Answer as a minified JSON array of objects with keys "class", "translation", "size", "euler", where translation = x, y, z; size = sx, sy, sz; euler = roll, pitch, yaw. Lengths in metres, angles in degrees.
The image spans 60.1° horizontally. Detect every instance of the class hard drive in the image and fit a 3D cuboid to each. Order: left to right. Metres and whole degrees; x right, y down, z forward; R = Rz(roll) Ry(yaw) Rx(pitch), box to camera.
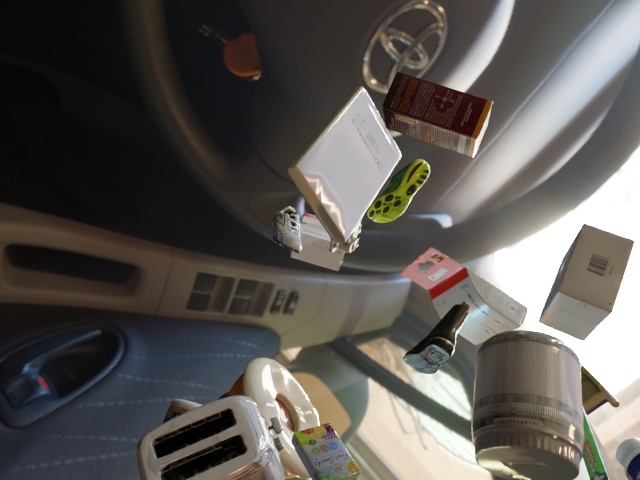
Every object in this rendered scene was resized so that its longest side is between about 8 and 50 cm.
[{"class":"hard drive","translation":[0.064,-0.173,1.220],"size":[0.040,0.203,0.307],"euler":[-6,-142,44]}]

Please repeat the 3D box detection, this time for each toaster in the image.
[{"class":"toaster","translation":[-0.159,0.311,0.767],"size":[0.227,0.129,0.146],"euler":[-18,142,-15]}]

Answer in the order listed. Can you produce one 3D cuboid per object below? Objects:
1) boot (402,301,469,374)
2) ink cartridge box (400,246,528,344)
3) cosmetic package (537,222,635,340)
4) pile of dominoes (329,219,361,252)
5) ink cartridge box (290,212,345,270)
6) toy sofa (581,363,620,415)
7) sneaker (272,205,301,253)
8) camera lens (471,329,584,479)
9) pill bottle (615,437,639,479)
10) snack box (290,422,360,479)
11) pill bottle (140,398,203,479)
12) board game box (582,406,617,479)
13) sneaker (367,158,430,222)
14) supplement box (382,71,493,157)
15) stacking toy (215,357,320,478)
[{"class":"boot","translation":[0.276,0.229,1.288],"size":[0.137,0.077,0.198],"euler":[-53,-178,-30]},{"class":"ink cartridge box","translation":[0.476,0.204,1.941],"size":[0.091,0.385,0.308],"euler":[-58,180,-25]},{"class":"cosmetic package","translation":[0.710,0.116,1.493],"size":[0.224,0.138,0.225],"euler":[-59,159,-23]},{"class":"pile of dominoes","translation":[0.096,-0.091,1.586],"size":[0.196,0.040,0.251],"euler":[-38,140,-51]},{"class":"ink cartridge box","translation":[0.000,0.000,1.913],"size":[0.237,0.172,0.100],"euler":[-77,-176,-71]},{"class":"toy sofa","translation":[0.819,0.604,1.886],"size":[0.362,0.177,0.150],"euler":[-38,-164,8]},{"class":"sneaker","translation":[-0.094,-0.036,1.647],"size":[0.086,0.085,0.237],"euler":[-55,-156,15]},{"class":"camera lens","translation":[0.441,0.348,1.185],"size":[0.219,0.219,0.274],"euler":[116,-6,-52]},{"class":"pill bottle","translation":[0.827,0.581,1.368],"size":[0.112,0.112,0.187],"euler":[-46,-165,7]},{"class":"snack box","translation":[0.010,0.483,1.237],"size":[0.100,0.141,0.037],"euler":[-4,126,-32]},{"class":"pill bottle","translation":[-0.323,0.519,1.281],"size":[0.153,0.153,0.265],"euler":[103,4,-64]},{"class":"board game box","translation":[0.734,0.617,1.433],"size":[0.046,0.213,0.317],"euler":[-26,-161,21]},{"class":"sneaker","translation":[0.298,-0.182,2.088],"size":[0.295,0.109,0.123],"euler":[-47,-171,8]},{"class":"supplement box","translation":[0.221,-0.239,1.057],"size":[0.081,0.188,0.104],"euler":[-66,165,-6]},{"class":"stacking toy","translation":[-0.260,0.589,1.570],"size":[0.480,0.351,0.350],"euler":[-34,167,12]}]
